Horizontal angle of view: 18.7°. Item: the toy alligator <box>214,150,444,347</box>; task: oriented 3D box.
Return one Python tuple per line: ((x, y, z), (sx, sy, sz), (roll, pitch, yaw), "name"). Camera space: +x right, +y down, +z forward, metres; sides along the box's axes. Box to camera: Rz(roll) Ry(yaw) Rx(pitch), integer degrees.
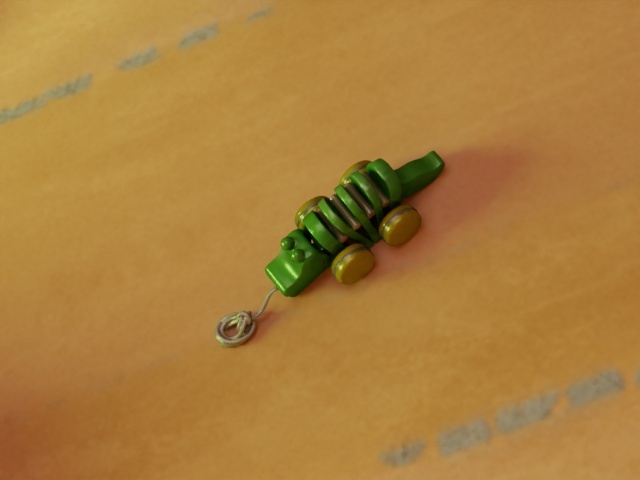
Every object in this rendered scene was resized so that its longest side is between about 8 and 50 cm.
((0.000, 0.000, 1.252), (0.189, 0.051, 0.056), (-39, 61, 1), "toy alligator")
